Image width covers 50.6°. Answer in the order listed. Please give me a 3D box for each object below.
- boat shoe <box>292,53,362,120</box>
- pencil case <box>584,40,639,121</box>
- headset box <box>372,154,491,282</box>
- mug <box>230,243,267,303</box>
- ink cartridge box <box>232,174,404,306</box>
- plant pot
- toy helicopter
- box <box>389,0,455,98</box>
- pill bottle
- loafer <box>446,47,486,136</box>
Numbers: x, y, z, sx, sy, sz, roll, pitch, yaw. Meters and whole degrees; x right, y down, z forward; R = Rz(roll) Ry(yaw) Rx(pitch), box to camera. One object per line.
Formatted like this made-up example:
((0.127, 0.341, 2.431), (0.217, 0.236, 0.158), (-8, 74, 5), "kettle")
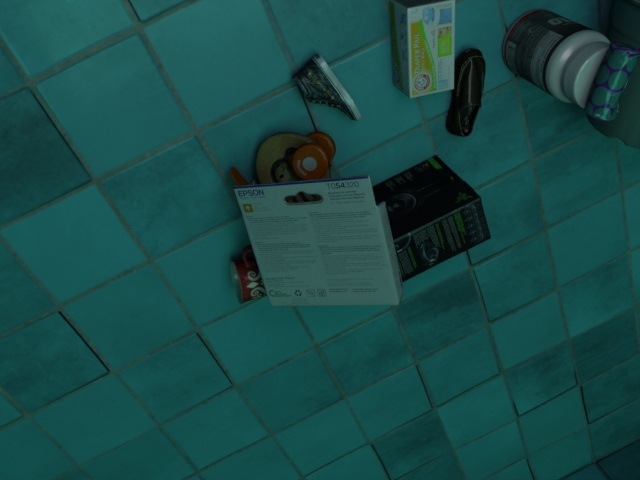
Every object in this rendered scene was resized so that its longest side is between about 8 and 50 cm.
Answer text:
((0.015, -0.325, 1.523), (0.083, 0.065, 0.183), (-36, 120, 8), "boat shoe")
((0.593, -0.322, 1.372), (0.070, 0.064, 0.151), (9, 119, -7), "pencil case")
((0.243, -0.058, 1.653), (0.283, 0.246, 0.131), (-26, 125, -1), "headset box")
((-0.128, 0.079, 1.685), (0.169, 0.113, 0.150), (-11, 156, -17), "mug")
((0.000, 0.000, 1.517), (0.324, 0.071, 0.330), (-2, 119, 22), "ink cartridge box")
((0.810, -0.414, 1.599), (0.341, 0.341, 0.334), (-7, 130, -15), "plant pot")
((-0.072, -0.078, 1.590), (0.235, 0.140, 0.355), (-4, 112, 10), "toy helicopter")
((0.225, -0.434, 1.499), (0.114, 0.103, 0.203), (-15, 124, -10), "box")
((0.548, -0.406, 1.519), (0.161, 0.283, 0.161), (-9, 124, -14), "pill bottle")
((0.359, -0.346, 1.616), (0.080, 0.078, 0.220), (-9, 123, -14), "loafer")
